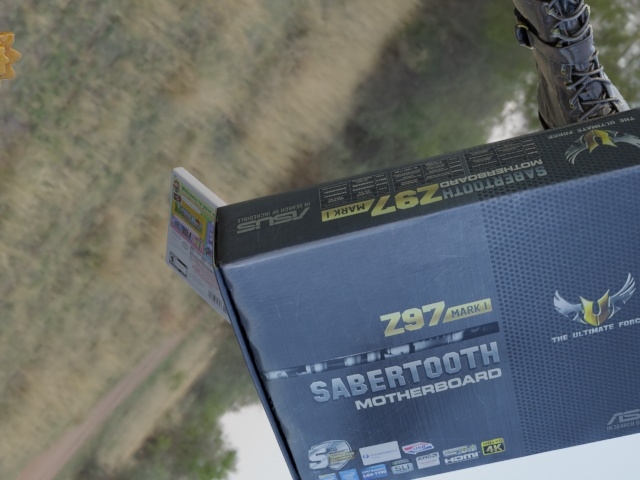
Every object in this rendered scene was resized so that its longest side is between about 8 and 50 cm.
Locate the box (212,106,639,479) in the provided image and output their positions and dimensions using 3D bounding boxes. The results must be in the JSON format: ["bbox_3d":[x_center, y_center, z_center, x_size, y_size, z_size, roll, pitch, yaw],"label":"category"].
[{"bbox_3d":[0.077,0.042,0.576,0.233,0.183,0.059,-13,-145,4],"label":"box"}]

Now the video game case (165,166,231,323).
[{"bbox_3d":[-0.185,0.010,1.757,0.023,0.212,0.193,-19,133,-36],"label":"video game case"}]

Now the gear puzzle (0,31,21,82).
[{"bbox_3d":[-0.474,-0.156,1.130,0.339,0.044,0.175,-19,126,-32],"label":"gear puzzle"}]

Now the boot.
[{"bbox_3d":[0.250,-0.153,1.026,0.091,0.229,0.263,-29,-139,-2],"label":"boot"}]
